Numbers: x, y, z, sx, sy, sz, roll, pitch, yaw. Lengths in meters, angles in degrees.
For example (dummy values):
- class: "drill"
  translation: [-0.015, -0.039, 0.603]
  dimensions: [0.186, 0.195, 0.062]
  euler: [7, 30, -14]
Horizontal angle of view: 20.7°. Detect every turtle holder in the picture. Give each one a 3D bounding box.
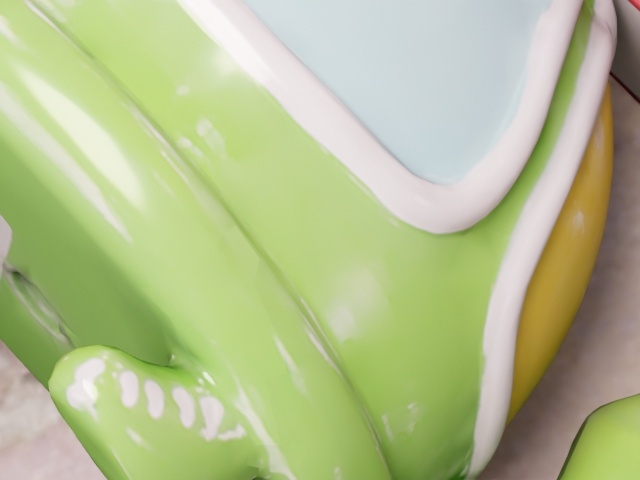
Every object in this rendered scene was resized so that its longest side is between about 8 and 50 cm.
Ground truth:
- class: "turtle holder"
  translation: [-0.006, -0.014, 0.540]
  dimensions: [0.227, 0.243, 0.320]
  euler: [-41, 58, -20]

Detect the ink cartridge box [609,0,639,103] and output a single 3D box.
- class: "ink cartridge box"
  translation: [0.198, -0.163, 0.601]
  dimensions: [0.273, 0.114, 0.197]
  euler: [-41, 68, 0]
